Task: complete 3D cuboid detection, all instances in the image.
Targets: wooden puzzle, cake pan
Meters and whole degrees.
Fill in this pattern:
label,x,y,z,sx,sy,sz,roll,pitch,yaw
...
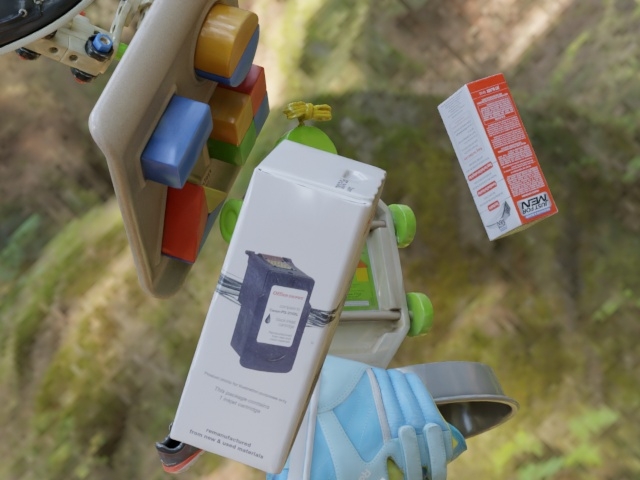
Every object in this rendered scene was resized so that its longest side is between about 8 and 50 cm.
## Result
label,x,y,z,sx,sy,sz,roll,pitch,yaw
wooden puzzle,-0.143,-0.138,1.973,0.348,0.080,0.322,78,-148,-56
cake pan,0.087,0.206,1.972,0.293,0.054,0.293,-11,-18,-4

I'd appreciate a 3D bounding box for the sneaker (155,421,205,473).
label,x,y,z,sx,sy,sz,roll,pitch,yaw
sneaker,-0.171,0.262,2.374,0.158,0.065,0.061,-45,37,-22

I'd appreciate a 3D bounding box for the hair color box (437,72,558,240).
label,x,y,z,sx,sy,sz,roll,pitch,yaw
hair color box,0.197,-0.092,1.857,0.053,0.167,0.093,-18,-5,-19

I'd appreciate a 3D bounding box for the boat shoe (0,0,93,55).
label,x,y,z,sx,sy,sz,roll,pitch,yaw
boat shoe,-0.440,-0.337,2.304,0.340,0.113,0.127,-26,38,14

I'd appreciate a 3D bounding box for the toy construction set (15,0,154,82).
label,x,y,z,sx,sy,sz,roll,pitch,yaw
toy construction set,-0.422,-0.385,2.740,0.151,0.327,0.215,115,159,-45

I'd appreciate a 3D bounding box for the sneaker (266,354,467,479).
label,x,y,z,sx,sy,sz,roll,pitch,yaw
sneaker,0.048,0.270,1.717,0.127,0.208,0.319,123,152,-70

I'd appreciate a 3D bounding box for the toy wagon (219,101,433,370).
label,x,y,z,sx,sy,sz,roll,pitch,yaw
toy wagon,0.000,0.000,2.040,0.267,0.345,0.068,1,-18,-36

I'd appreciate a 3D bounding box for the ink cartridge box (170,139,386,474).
label,x,y,z,sx,sy,sz,roll,pitch,yaw
ink cartridge box,-0.031,0.048,1.380,0.172,0.100,0.237,-61,-10,-77
